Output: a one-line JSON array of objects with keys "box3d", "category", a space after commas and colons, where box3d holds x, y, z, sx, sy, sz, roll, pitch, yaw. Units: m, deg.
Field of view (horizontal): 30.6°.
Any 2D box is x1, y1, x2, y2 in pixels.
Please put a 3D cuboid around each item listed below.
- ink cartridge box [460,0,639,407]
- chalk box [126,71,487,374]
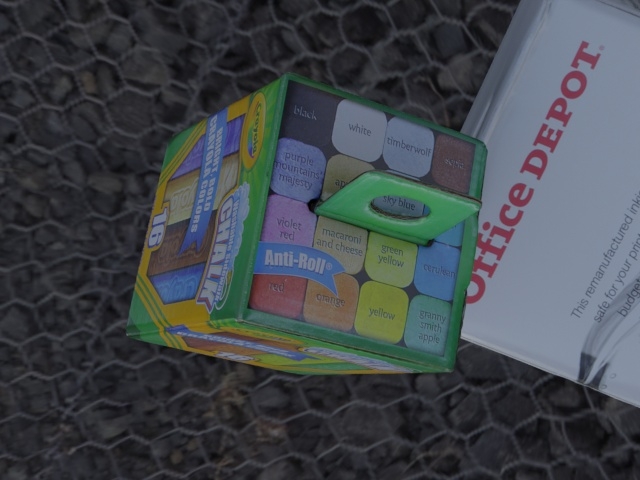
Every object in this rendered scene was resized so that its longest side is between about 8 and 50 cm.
[{"box3d": [0.235, -0.014, 0.739, 0.307, 0.129, 0.223, 22, 113, -3], "category": "ink cartridge box"}, {"box3d": [0.000, 0.000, 0.640, 0.132, 0.213, 0.132, 17, 77, -25], "category": "chalk box"}]
